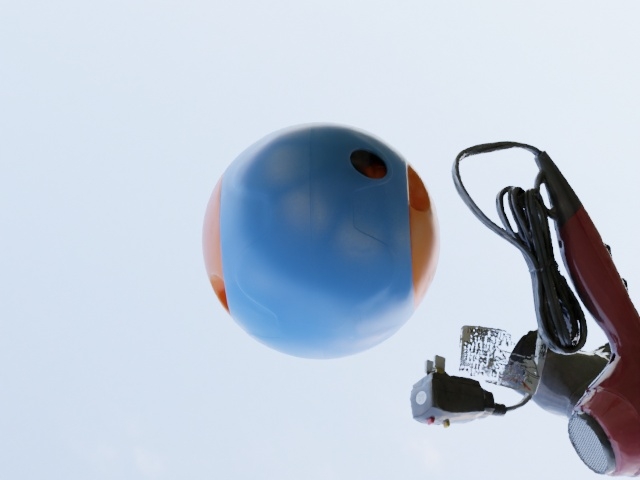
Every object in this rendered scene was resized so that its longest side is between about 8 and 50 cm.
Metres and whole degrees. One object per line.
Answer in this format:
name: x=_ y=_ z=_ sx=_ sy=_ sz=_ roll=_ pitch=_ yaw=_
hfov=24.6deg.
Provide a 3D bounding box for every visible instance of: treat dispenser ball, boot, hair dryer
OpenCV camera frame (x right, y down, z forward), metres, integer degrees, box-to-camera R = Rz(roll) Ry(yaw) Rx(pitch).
treat dispenser ball: x=0.000 y=0.000 z=1.774 sx=0.288 sy=0.288 sz=0.288 roll=20 pitch=-148 yaw=-13
boot: x=0.394 y=0.214 z=1.783 sx=0.338 sy=0.118 sz=0.223 roll=5 pitch=-157 yaw=-41
hair dryer: x=0.220 y=0.058 z=1.062 sx=0.294 sy=0.223 sz=0.080 roll=16 pitch=172 yaw=-15
